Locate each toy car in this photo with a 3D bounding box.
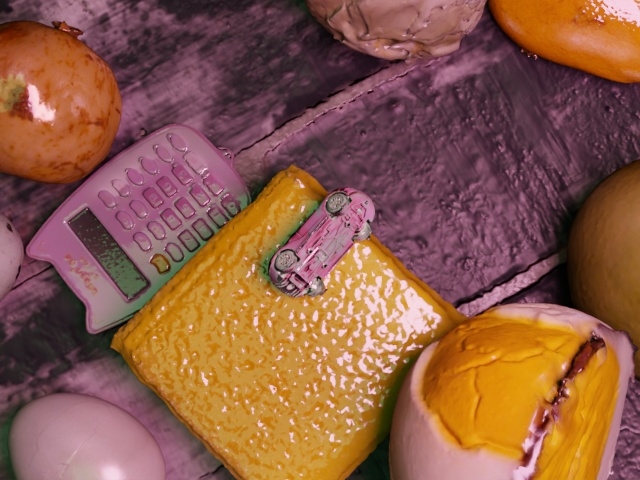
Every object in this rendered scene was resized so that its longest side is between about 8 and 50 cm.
[{"bbox_3d":[0.000,0.000,0.811,0.142,0.069,0.055,-48,47,-4],"label":"toy car"}]

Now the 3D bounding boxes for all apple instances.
[{"bbox_3d":[0.431,0.031,0.833,0.291,0.254,0.292,-1,78,4],"label":"apple"}]

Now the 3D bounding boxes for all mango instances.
[{"bbox_3d":[0.356,-0.309,0.935,0.257,0.138,0.187,29,97,12],"label":"mango"}]

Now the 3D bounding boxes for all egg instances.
[{"bbox_3d":[-0.286,0.269,0.890,0.209,0.151,0.151,30,86,9],"label":"egg"},{"bbox_3d":[0.177,0.217,0.761,0.201,0.337,0.337,19,83,39],"label":"egg"},{"bbox_3d":[-0.457,0.032,0.940,0.131,0.131,0.164,33,100,6],"label":"egg"}]

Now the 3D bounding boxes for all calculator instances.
[{"bbox_3d":[-0.230,-0.024,0.981,0.294,0.043,0.194,-40,82,-6],"label":"calculator"}]

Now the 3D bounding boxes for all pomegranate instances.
[{"bbox_3d":[-0.358,-0.180,0.916,0.215,0.215,0.215,0,83,3],"label":"pomegranate"}]

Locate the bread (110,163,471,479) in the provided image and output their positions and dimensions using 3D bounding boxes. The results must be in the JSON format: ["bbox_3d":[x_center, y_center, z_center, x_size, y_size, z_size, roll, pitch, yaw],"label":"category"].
[{"bbox_3d":[-0.027,0.122,0.899,0.333,0.143,0.323,-44,85,-4],"label":"bread"}]

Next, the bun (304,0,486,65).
[{"bbox_3d":[0.094,-0.296,0.906,0.239,0.239,0.141,6,85,3],"label":"bun"}]
